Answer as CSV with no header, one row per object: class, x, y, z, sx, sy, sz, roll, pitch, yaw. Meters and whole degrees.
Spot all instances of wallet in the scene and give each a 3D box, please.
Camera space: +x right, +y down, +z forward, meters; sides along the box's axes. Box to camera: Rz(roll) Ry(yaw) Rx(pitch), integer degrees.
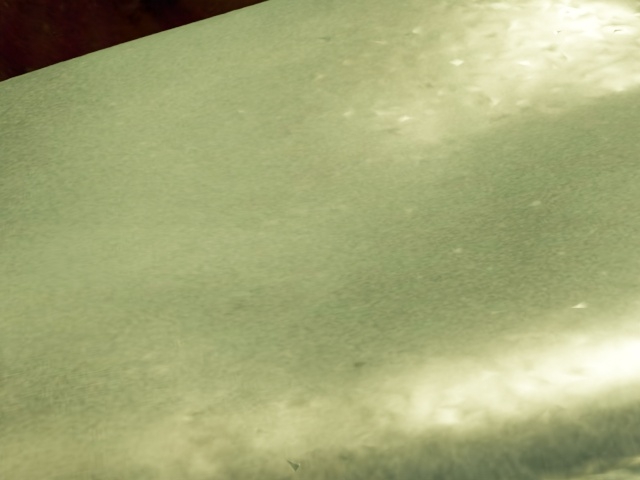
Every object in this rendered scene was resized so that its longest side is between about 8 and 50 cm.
wallet,0.000,-0.001,0.490,0.251,0.290,0.054,-16,115,-3

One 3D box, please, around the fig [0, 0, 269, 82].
fig,-0.097,-0.157,0.817,0.217,0.321,0.217,0,88,8
